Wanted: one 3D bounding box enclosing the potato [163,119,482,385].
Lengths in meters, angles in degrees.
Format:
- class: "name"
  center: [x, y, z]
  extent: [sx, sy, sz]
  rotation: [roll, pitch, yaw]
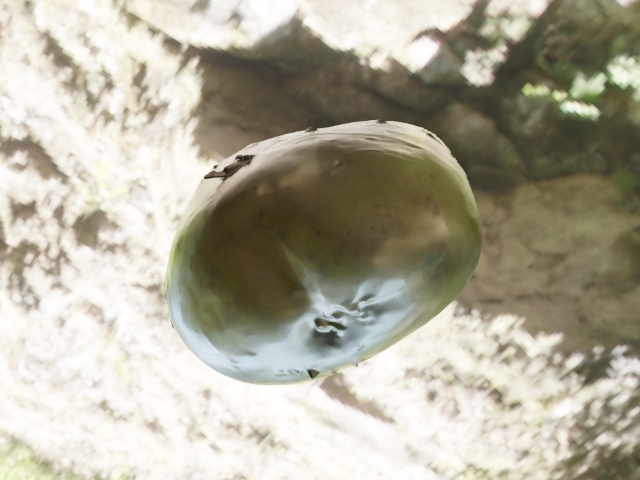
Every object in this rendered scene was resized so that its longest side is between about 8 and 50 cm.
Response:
- class: "potato"
  center: [0.000, 0.000, 0.822]
  extent: [0.141, 0.192, 0.296]
  rotation: [61, -176, 0]
